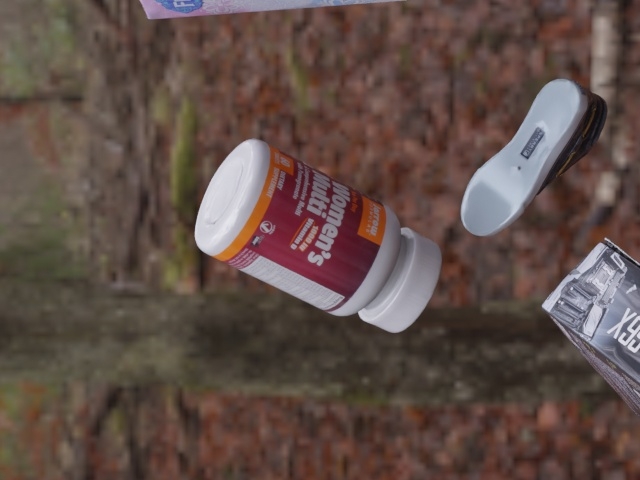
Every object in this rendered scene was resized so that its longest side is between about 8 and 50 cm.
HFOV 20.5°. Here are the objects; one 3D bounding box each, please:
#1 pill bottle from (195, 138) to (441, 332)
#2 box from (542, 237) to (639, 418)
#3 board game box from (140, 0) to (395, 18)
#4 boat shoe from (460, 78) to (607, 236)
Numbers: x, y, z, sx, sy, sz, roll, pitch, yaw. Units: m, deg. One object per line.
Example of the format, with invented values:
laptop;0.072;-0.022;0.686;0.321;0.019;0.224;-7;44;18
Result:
pill bottle;0.000;0.000;1.707;0.121;0.221;0.121;-50;25;33
box;0.328;0.157;1.347;0.307;0.076;0.242;46;177;-37
board game box;-0.030;-0.298;1.585;0.319;0.318;0.066;70;-163;-73
boat shoe;0.219;-0.076;1.768;0.065;0.083;0.183;45;108;29
